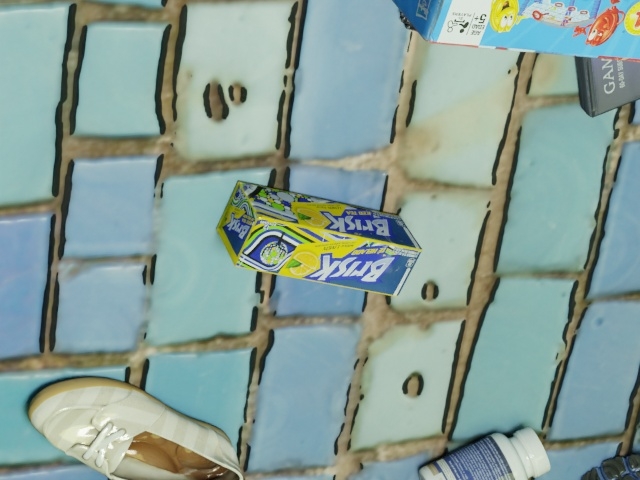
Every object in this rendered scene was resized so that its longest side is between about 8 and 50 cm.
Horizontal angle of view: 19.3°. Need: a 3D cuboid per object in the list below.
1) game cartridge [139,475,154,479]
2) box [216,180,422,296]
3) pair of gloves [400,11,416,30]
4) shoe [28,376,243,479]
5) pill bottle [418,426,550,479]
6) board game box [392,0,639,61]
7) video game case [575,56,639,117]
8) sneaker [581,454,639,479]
[{"bbox_3d":[-0.177,0.371,1.763,0.198,0.062,0.297,31,105,-3],"label":"game cartridge"},{"bbox_3d":[0.000,0.000,1.634,0.169,0.059,0.054,11,120,-30],"label":"box"},{"bbox_3d":[0.106,-0.207,1.571,0.074,0.010,0.083,6,122,-30],"label":"pair of gloves"},{"bbox_3d":[-0.160,0.179,1.686,0.219,0.058,0.076,21,112,-34],"label":"shoe"},{"bbox_3d":[0.164,0.231,1.865,0.120,0.067,0.067,-24,129,-7],"label":"pill bottle"},{"bbox_3d":[0.163,-0.240,1.381,0.302,0.308,0.086,3,122,-25],"label":"board game box"},{"bbox_3d":[0.345,-0.236,1.651,0.274,0.026,0.196,-21,129,-9],"label":"video game case"},{"bbox_3d":[0.291,0.305,1.980,0.221,0.083,0.087,-40,143,13],"label":"sneaker"}]
